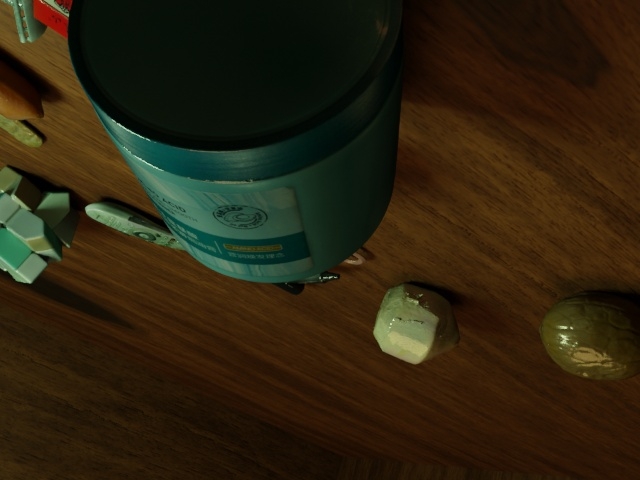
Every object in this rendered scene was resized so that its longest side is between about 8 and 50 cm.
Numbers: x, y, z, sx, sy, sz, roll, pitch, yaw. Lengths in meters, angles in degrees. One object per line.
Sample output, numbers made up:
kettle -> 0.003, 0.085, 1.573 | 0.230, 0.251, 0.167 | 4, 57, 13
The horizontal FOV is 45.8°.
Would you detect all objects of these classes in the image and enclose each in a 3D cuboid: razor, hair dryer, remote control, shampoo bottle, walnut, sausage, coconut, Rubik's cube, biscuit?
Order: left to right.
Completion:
sausage -> -0.588, -0.294, 1.252 | 0.089, 0.083, 0.300 | -12, 145, 39
razor -> -0.495, -0.375, 1.055 | 0.232, 0.068, 0.106 | 27, 155, -4
biscuit -> -0.606, -0.228, 1.484 | 0.071, 0.018, 0.147 | -2, 150, 35
Rubik's cube -> -0.678, -0.043, 1.723 | 0.224, 0.213, 0.265 | 49, 156, -25
remote control -> -0.413, -0.033, 1.740 | 0.256, 0.045, 0.097 | 25, 157, -23
shampoo bottle -> -0.071, -0.156, 0.881 | 0.331, 0.331, 0.343 | 13, 158, 10
hair dryer -> -0.028, 0.086, 1.687 | 0.194, 0.050, 0.173 | 4, 165, 28
coconut -> 0.211, 0.179, 1.616 | 0.183, 0.171, 0.171 | 18, 156, 7
walnut -> 0.508, 0.175, 1.393 | 0.207, 0.167, 0.167 | 6, 154, 22

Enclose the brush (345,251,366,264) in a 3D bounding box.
brush -> 0.000, 0.000, 1.513 | 0.233, 0.047, 0.103 | 33, 152, -31

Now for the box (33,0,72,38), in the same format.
box -> -0.326, -0.328, 0.996 | 0.100, 0.048, 0.152 | 36, 147, 0
